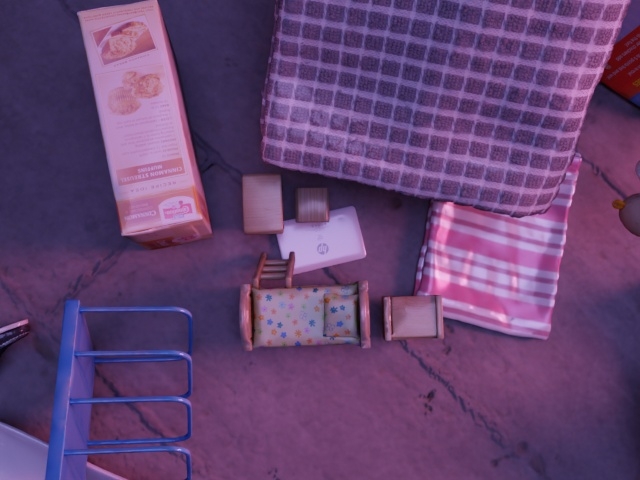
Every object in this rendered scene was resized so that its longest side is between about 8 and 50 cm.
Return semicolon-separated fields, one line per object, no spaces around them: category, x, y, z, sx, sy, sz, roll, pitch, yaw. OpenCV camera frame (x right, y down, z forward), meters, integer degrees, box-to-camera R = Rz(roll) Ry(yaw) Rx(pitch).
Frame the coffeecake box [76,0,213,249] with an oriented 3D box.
coffeecake box;-0.149;-0.092;0.632;0.068;0.142;0.185;-12;85;-6

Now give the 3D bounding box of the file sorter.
file sorter;-0.159;0.151;0.589;0.104;0.118;0.170;0;57;-9

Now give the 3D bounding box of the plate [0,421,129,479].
plate;-0.232;0.335;0.630;0.278;0.045;0.277;24;81;-3

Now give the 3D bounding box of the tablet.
tablet;0.000;0.000;0.707;0.083;0.006;0.054;-13;86;-6

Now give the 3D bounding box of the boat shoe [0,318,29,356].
boat shoe;-0.315;0.114;0.643;0.125;0.046;0.038;-30;88;-5

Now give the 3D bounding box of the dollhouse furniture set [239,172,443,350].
dollhouse furniture set;0.021;0.014;0.646;0.182;0.101;0.161;-2;87;1

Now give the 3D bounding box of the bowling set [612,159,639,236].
bowling set;0.432;-0.050;0.642;0.287;0.154;0.200;31;47;3

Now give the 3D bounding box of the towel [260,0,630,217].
towel;0.089;-0.154;0.598;0.284;0.121;0.235;11;124;3

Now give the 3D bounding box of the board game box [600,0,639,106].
board game box;0.285;-0.257;0.611;0.302;0.308;0.086;33;79;-2

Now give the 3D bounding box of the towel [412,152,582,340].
towel;0.178;-0.009;0.714;0.144;0.029;0.197;13;83;-4
